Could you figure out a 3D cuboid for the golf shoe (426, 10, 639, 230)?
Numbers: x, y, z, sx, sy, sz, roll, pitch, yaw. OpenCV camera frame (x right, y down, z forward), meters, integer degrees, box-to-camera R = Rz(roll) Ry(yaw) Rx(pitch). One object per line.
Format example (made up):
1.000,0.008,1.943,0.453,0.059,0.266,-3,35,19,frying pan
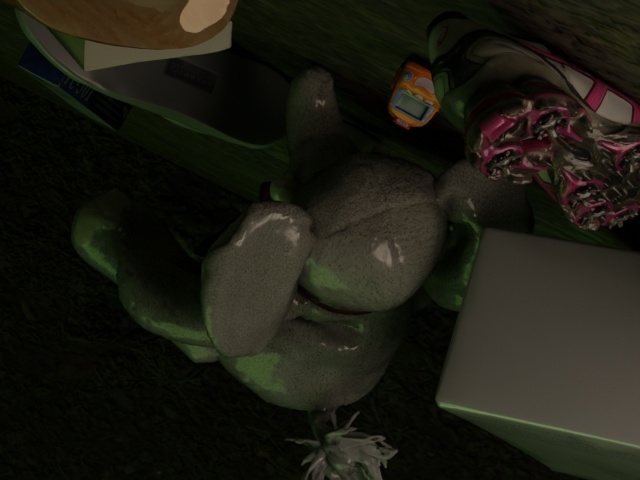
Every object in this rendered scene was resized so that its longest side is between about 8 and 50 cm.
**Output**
0.120,-0.063,0.989,0.186,0.067,0.086,25,-147,-53,golf shoe

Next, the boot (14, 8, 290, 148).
-0.150,-0.146,1.624,0.258,0.095,0.123,29,170,-25,boot

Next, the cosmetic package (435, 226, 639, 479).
0.237,0.098,1.386,0.224,0.138,0.225,10,169,31,cosmetic package

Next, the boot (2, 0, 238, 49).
-0.195,-0.211,1.187,0.295,0.104,0.211,20,-167,-14,boot

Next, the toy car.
0.089,-0.070,1.230,0.122,0.040,0.060,30,177,-21,toy car

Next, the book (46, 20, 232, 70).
-0.128,-0.154,1.227,0.096,0.035,0.144,-10,-145,-25,book

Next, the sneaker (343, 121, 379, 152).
-0.002,-0.064,1.765,0.058,0.084,0.152,30,177,-22,sneaker

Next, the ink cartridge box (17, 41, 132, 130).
-0.200,-0.166,1.759,0.046,0.097,0.207,28,177,11,ink cartridge box

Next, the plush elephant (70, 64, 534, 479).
0.000,0.000,1.473,0.272,0.255,0.330,-7,-128,-29,plush elephant
